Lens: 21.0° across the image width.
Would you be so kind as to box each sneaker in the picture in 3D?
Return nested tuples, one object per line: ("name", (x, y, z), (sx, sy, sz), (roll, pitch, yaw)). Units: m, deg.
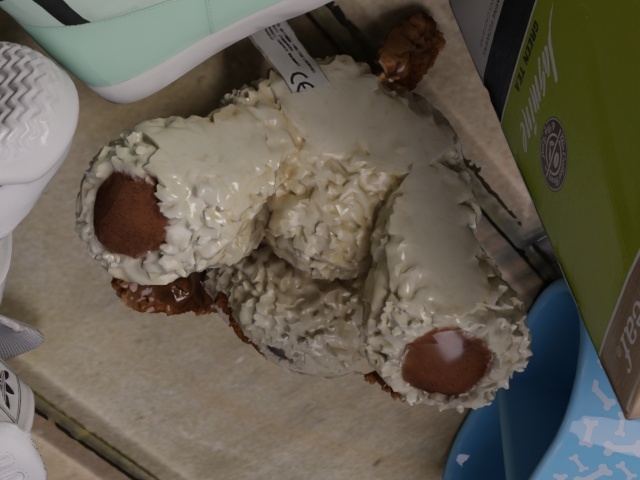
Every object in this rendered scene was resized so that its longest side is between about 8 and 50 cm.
("sneaker", (-0.063, -0.173, 0.850), (0.256, 0.094, 0.151), (-32, 140, 21))
("sneaker", (-0.216, 0.036, 1.006), (0.210, 0.137, 0.366), (29, 127, -37))

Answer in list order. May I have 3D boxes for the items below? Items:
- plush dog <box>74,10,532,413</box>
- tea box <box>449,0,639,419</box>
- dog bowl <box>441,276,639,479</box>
("plush dog", (0.000, 0.000, 1.023), (0.262, 0.210, 0.225), (23, 146, 1))
("tea box", (0.235, -0.140, 0.804), (0.220, 0.323, 0.329), (0, 136, -16))
("dog bowl", (0.160, 0.145, 1.204), (0.074, 0.166, 0.297), (13, 131, -12))
